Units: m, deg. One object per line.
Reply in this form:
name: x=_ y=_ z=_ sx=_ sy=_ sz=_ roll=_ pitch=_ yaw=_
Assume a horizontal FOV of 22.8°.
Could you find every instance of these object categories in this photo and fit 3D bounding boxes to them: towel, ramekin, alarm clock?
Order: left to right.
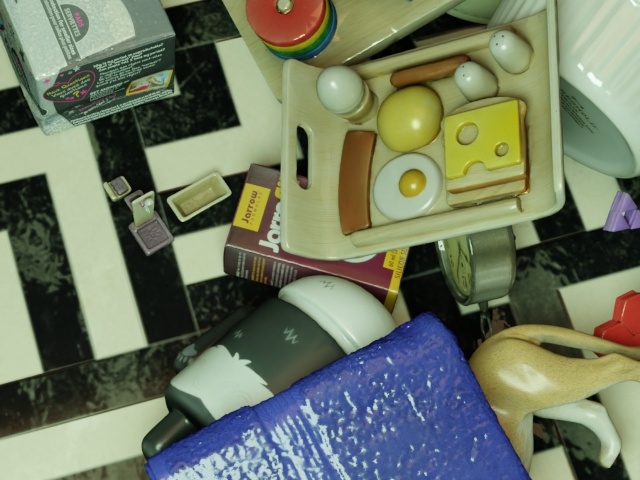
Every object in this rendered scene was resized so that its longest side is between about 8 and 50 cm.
towel: x=0.022 y=0.227 z=1.440 sx=0.308 sy=0.076 sz=0.228 roll=-27 pitch=90 yaw=-11
alarm clock: x=0.166 y=0.020 z=1.674 sx=0.064 sy=0.129 sz=0.192 roll=-9 pitch=97 yaw=-12
ramekin: x=0.290 y=-0.181 z=1.695 sx=0.273 sy=0.273 sz=0.127 roll=38 pitch=81 yaw=11

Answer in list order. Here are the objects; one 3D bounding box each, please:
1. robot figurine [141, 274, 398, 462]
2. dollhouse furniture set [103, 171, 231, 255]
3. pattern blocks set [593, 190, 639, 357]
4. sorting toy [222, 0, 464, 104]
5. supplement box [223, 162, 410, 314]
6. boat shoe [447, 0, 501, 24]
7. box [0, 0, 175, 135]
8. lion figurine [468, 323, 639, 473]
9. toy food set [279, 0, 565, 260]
robot figurine: x=-0.039 y=0.159 z=1.568 sx=0.278 sy=0.173 sz=0.209 roll=-40 pitch=88 yaw=-19
dollhouse furniture set: x=-0.161 y=-0.060 z=1.693 sx=0.114 sy=0.081 sz=0.091 roll=-30 pitch=73 yaw=-16
pattern blocks set: x=0.433 y=0.006 z=1.675 sx=0.324 sy=0.026 sz=0.285 roll=3 pitch=97 yaw=-25
sorting toy: x=0.001 y=-0.328 z=1.768 sx=0.257 sy=0.089 sz=0.255 roll=-30 pitch=72 yaw=6
supplement box: x=0.000 y=0.000 z=1.683 sx=0.188 sy=0.081 sz=0.104 roll=15 pitch=67 yaw=1
boat shoe: x=0.287 y=-0.346 z=1.838 sx=0.340 sy=0.127 sz=0.113 roll=-17 pitch=43 yaw=4
box: x=-0.276 y=-0.269 z=1.736 sx=0.163 sy=0.142 sz=0.247 roll=-20 pitch=70 yaw=-13
lion figurine: x=0.163 y=0.213 z=1.562 sx=0.240 sy=0.142 sz=0.392 roll=29 pitch=76 yaw=3
toy food set: x=0.099 y=-0.116 z=1.580 sx=0.306 sy=0.092 sz=0.220 roll=-12 pitch=65 yaw=29
